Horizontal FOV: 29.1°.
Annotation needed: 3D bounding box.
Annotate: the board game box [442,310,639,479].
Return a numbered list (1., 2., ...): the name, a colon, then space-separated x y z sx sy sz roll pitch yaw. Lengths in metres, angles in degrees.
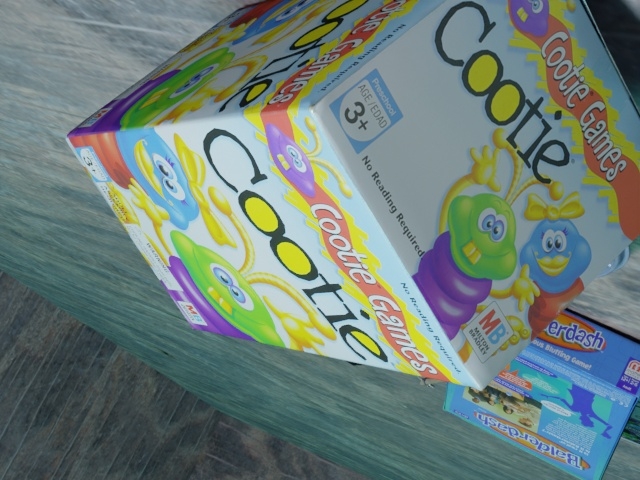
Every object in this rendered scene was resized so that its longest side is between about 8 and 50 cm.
1. board game box: 0.189 0.123 1.057 0.160 0.047 0.210 25 154 16

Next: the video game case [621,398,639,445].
1. video game case: 0.262 0.145 1.140 0.201 0.023 0.183 20 164 26

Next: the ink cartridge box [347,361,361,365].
1. ink cartridge box: -0.011 0.070 1.342 0.206 0.045 0.208 30 165 -9

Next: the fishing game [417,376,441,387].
1. fishing game: 0.043 0.054 1.198 0.264 0.041 0.189 36 158 -8

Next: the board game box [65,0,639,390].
1. board game box: 0.009 -0.039 0.617 0.275 0.142 0.144 2 128 59

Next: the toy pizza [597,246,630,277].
1. toy pizza: 0.101 -0.035 0.773 0.201 0.032 0.201 25 166 7
